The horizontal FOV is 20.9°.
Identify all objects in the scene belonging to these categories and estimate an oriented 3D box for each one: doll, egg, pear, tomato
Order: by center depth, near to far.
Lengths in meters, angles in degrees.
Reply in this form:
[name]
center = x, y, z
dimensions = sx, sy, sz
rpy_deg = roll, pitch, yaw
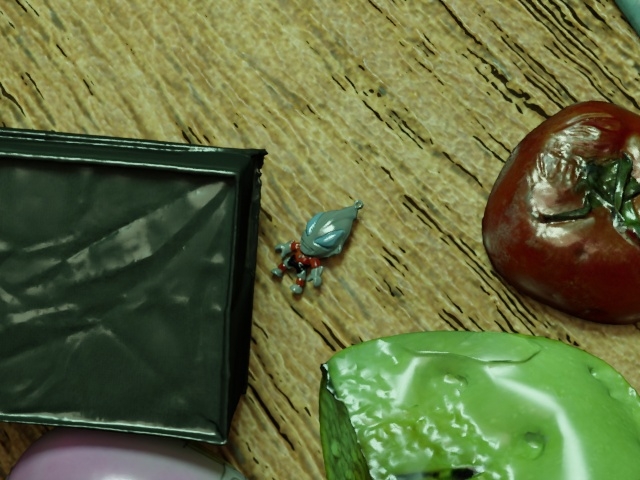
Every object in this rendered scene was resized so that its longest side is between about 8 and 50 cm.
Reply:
[pear]
center = 0.183, 0.247, 1.573
dimensions = 0.318, 0.238, 0.342
rpy_deg = -15, 59, -12
[egg]
center = -0.160, 0.264, 1.602
dimensions = 0.271, 0.196, 0.196
rpy_deg = 5, 77, 4
[tomato]
center = 0.271, -0.035, 1.697
dimensions = 0.228, 0.101, 0.228
rpy_deg = -1, 74, 2
[doll]
center = -0.001, -0.001, 1.736
dimensions = 0.114, 0.039, 0.057
rpy_deg = -48, 36, 1

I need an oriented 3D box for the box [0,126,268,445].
[box]
center = -0.231, 0.032, 1.601
dimensions = 0.345, 0.204, 0.251
rpy_deg = 4, 100, -1

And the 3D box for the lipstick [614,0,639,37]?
[lipstick]
center = 0.316, -0.263, 1.774
dimensions = 0.048, 0.048, 0.158
rpy_deg = -31, 77, -4
